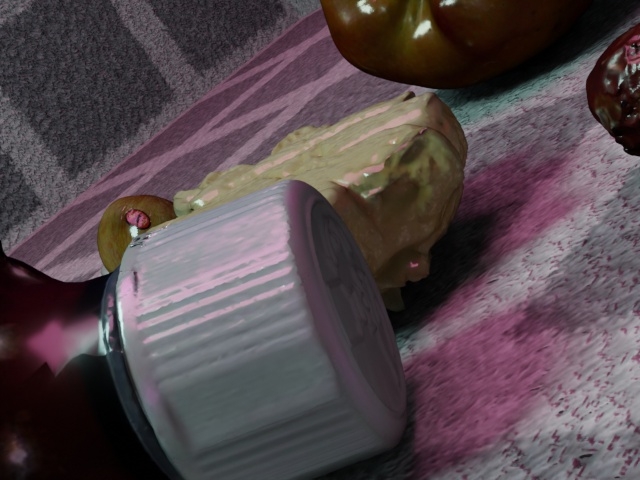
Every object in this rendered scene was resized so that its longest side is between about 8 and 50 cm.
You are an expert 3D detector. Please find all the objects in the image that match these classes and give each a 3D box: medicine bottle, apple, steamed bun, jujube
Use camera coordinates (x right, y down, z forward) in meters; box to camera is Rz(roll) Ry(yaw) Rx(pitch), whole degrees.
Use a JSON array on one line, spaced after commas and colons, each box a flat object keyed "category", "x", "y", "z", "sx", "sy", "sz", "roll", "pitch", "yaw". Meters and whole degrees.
[{"category": "medicine bottle", "x": -0.156, "y": 0.099, "z": 0.709, "sx": 0.395, "sy": 0.242, "sz": 0.242, "roll": -27, "pitch": 16, "yaw": 13}, {"category": "apple", "x": -0.197, "y": 0.005, "z": 1.359, "sx": 0.126, "sy": 0.126, "sz": 0.102, "roll": -15, "pitch": 62, "yaw": 53}, {"category": "steamed bun", "x": 0.000, "y": 0.000, "z": 0.905, "sx": 0.295, "sy": 0.137, "sz": 0.292, "roll": -13, "pitch": 21, "yaw": 38}, {"category": "jujube", "x": 0.251, "y": -0.107, "z": 0.753, "sx": 0.166, "sy": 0.104, "sz": 0.104, "roll": -21, "pitch": 20, "yaw": 39}, {"category": "apple", "x": 0.159, "y": -0.317, "z": 1.292, "sx": 0.328, "sy": 0.295, "sz": 0.365, "roll": -57, "pitch": -1, "yaw": 40}]

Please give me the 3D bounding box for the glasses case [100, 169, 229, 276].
[{"category": "glasses case", "x": -0.183, "y": -0.018, "z": 1.519, "sx": 0.233, "sy": 0.059, "sz": 0.092, "roll": -36, "pitch": 13, "yaw": -11}]
